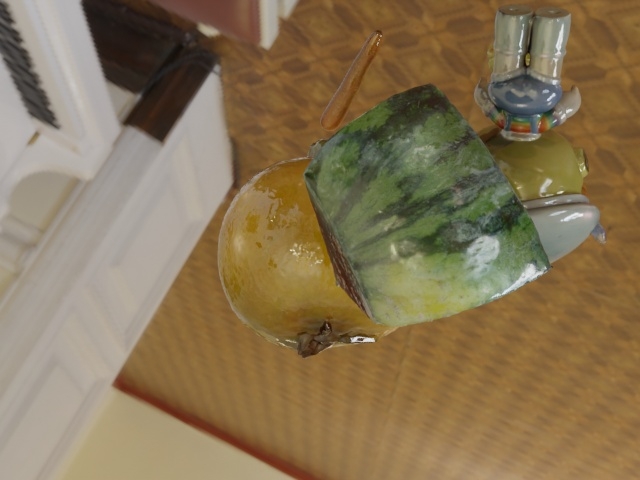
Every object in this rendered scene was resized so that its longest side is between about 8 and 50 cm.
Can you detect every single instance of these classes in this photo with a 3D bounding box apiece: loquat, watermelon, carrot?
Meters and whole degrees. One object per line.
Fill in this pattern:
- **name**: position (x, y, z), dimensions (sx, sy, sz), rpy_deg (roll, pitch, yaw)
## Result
- **loquat**: position (0.000, 0.000, 1.528), dimensions (0.328, 0.360, 0.328), rpy_deg (1, 157, 0)
- **watermelon**: position (0.110, -0.031, 1.178), dimensions (0.262, 0.212, 0.201), rpy_deg (64, 170, 5)
- **carrot**: position (0.061, -0.304, 1.902), dimensions (0.043, 0.043, 0.248), rpy_deg (29, 129, -2)

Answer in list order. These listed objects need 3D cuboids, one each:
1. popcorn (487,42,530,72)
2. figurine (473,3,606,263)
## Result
- **popcorn**: position (0.368, -0.342, 1.862), dimensions (0.109, 0.097, 0.089), rpy_deg (48, 140, 15)
- **figurine**: position (0.264, -0.130, 1.385), dimensions (0.224, 0.205, 0.382), rpy_deg (-8, 114, 18)
